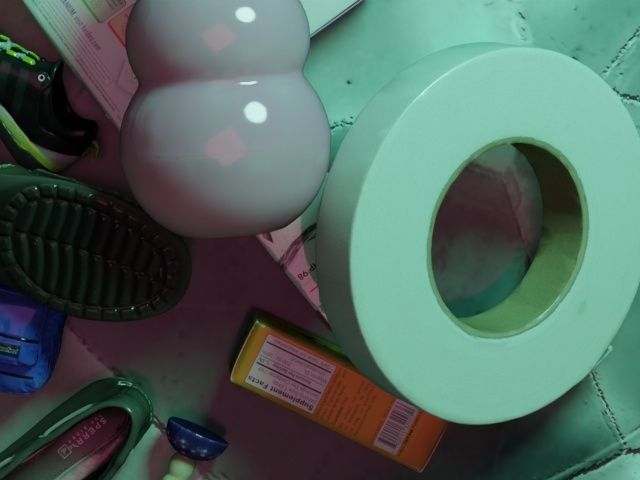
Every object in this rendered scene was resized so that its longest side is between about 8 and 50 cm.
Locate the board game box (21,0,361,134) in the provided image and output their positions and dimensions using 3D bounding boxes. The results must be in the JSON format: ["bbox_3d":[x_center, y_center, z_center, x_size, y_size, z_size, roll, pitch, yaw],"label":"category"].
[{"bbox_3d":[-0.129,-0.269,1.578,0.316,0.064,0.242,-35,96,3],"label":"board game box"}]

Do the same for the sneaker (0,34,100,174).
[{"bbox_3d":[-0.310,-0.175,1.566,0.097,0.084,0.235,-29,107,19],"label":"sneaker"}]

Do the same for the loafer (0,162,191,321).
[{"bbox_3d":[-0.302,-0.025,1.550,0.366,0.130,0.134,18,106,1],"label":"loafer"}]

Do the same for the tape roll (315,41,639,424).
[{"bbox_3d":[0.174,-0.006,1.543,0.392,0.072,0.392,-8,105,-31],"label":"tape roll"}]

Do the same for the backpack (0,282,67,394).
[{"bbox_3d":[-0.322,0.101,1.583,0.098,0.101,0.120,14,97,1],"label":"backpack"}]

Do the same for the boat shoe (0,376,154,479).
[{"bbox_3d":[-0.313,0.271,1.596,0.335,0.095,0.112,-44,96,-1],"label":"boat shoe"}]

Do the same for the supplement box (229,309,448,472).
[{"bbox_3d":[0.019,0.160,1.624,0.233,0.078,0.080,28,94,-5],"label":"supplement box"}]

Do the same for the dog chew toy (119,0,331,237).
[{"bbox_3d":[-0.097,-0.173,1.454,0.206,0.206,0.332,-5,100,-4],"label":"dog chew toy"}]

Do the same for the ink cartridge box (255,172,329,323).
[{"bbox_3d":[0.000,0.000,1.619,0.104,0.060,0.180,-39,96,-1],"label":"ink cartridge box"}]

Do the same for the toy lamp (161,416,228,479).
[{"bbox_3d":[-0.186,0.327,1.621,0.080,0.080,0.275,26,89,-6],"label":"toy lamp"}]
